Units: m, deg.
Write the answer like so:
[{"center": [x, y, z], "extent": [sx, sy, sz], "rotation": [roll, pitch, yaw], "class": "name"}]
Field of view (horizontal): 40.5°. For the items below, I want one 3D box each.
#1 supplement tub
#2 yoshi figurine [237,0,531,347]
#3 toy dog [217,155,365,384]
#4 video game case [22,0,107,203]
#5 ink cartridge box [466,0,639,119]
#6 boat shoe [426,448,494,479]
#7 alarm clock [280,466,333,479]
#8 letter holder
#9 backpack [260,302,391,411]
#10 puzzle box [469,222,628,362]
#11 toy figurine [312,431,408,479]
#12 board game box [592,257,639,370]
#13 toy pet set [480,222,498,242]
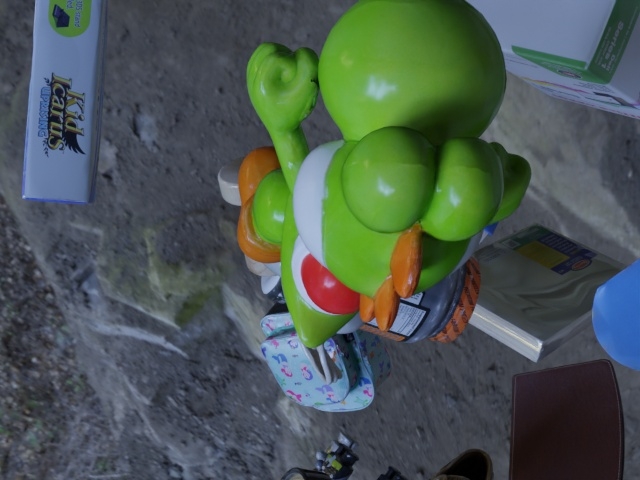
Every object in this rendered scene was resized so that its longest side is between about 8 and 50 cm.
[{"center": [0.081, 0.047, 1.382], "extent": [0.316, 0.193, 0.193], "rotation": [19, 69, -15], "class": "supplement tub"}, {"center": [0.040, -0.059, 0.607], "extent": [0.203, 0.362, 0.203], "rotation": [-29, 91, -12], "class": "yoshi figurine"}, {"center": [0.000, 0.000, 1.128], "extent": [0.161, 0.220, 0.333], "rotation": [-26, 55, -15], "class": "toy dog"}, {"center": [-0.250, -0.159, 0.875], "extent": [0.061, 0.269, 0.244], "rotation": [5, 91, -14], "class": "video game case"}, {"center": [0.339, -0.255, 1.132], "extent": [0.201, 0.278, 0.117], "rotation": [26, 99, 40], "class": "ink cartridge box"}, {"center": [0.201, 0.427, 1.400], "extent": [0.122, 0.341, 0.110], "rotation": [20, 104, 18], "class": "boat shoe"}, {"center": [-0.029, 0.385, 1.211], "extent": [0.064, 0.192, 0.129], "rotation": [17, 72, -26], "class": "alarm clock"}, {"center": [0.487, 0.395, 1.642], "extent": [0.214, 0.152, 0.302], "rotation": [-18, 35, 28], "class": "letter holder"}, {"center": [0.016, 0.234, 1.770], "extent": [0.225, 0.253, 0.191], "rotation": [-12, 27, 34], "class": "backpack"}, {"center": [0.439, 0.090, 1.759], "extent": [0.409, 0.052, 0.272], "rotation": [-21, 40, -41], "class": "puzzle box"}, {"center": [0.070, 0.514, 1.780], "extent": [0.209, 0.213, 0.148], "rotation": [36, 91, -1], "class": "toy figurine"}, {"center": [0.338, 0.049, 0.832], "extent": [0.169, 0.133, 0.033], "rotation": [-40, 24, 16], "class": "board game box"}, {"center": [0.319, -0.048, 1.860], "extent": [0.114, 0.122, 0.065], "rotation": [34, 111, -8], "class": "toy pet set"}]
